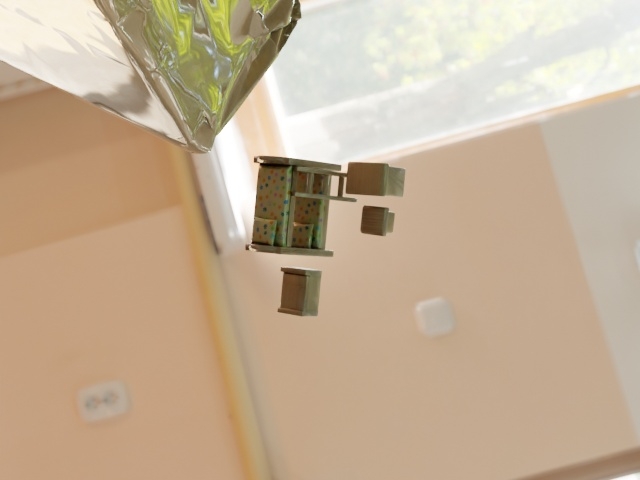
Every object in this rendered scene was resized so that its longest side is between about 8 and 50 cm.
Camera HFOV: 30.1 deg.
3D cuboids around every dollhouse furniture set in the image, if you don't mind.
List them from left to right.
[{"bbox_3d":[0.000,0.000,1.343,0.101,0.161,0.182,4,91,-48],"label":"dollhouse furniture set"}]

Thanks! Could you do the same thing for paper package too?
[{"bbox_3d":[-0.208,-0.241,0.854,0.168,0.325,0.309,-60,164,-12],"label":"paper package"}]
